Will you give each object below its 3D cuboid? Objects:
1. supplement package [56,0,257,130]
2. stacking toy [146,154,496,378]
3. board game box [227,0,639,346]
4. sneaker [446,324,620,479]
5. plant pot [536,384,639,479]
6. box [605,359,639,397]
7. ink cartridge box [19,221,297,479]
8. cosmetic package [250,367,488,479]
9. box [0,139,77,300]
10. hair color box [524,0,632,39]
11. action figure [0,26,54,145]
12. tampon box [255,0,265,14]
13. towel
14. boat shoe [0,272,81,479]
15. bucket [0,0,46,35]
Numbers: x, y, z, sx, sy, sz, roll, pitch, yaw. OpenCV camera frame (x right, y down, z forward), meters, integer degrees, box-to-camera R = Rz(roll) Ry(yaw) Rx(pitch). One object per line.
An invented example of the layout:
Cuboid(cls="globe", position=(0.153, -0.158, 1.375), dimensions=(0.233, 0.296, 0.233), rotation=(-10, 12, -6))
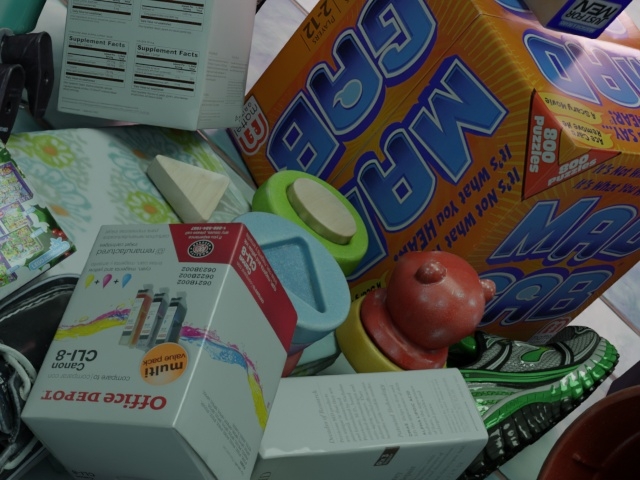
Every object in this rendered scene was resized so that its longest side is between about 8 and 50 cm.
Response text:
Cuboid(cls="supplement package", position=(-0.159, -0.223, 1.273), dimensions=(0.149, 0.203, 0.194), rotation=(9, 7, 8))
Cuboid(cls="stacking toy", position=(0.000, 0.000, 1.176), dimensions=(0.309, 0.130, 0.280), rotation=(9, 44, -41))
Cuboid(cls="board game box", position=(0.181, -0.112, 1.445), dimensions=(0.356, 0.356, 0.356), rotation=(1, 51, -46))
Cuboid(cls="sneaker", position=(0.217, 0.148, 1.392), dimensions=(0.146, 0.134, 0.343), rotation=(52, 34, 15))
Cuboid(cls="plant pot", position=(0.405, 0.318, 1.299), dimensions=(0.265, 0.272, 0.272), rotation=(27, 35, -36))
Cuboid(cls="box", position=(0.536, 0.223, 1.491), dimensions=(0.296, 0.294, 0.183), rotation=(44, 30, 3))
Cuboid(cls="ink cartridge box", position=(-0.113, 0.093, 0.921), dimensions=(0.127, 0.128, 0.176), rotation=(64, 34, -47))
Cuboid(cls="cosmetic package", position=(0.021, 0.182, 1.118), dimensions=(0.231, 0.117, 0.085), rotation=(-2, 52, -28))
Cuboid(cls="box", position=(-0.351, 0.002, 0.913), dimensions=(0.293, 0.057, 0.201), rotation=(-37, 97, -39))
Cuboid(cls="hair color box", position=(0.317, -0.392, 1.266), dimensions=(0.110, 0.339, 0.185), rotation=(-1, 51, -44))
Cuboid(cls="action figure", position=(-0.387, -0.159, 1.092), dimensions=(0.285, 0.099, 0.185), rotation=(14, 17, 10))
Cuboid(cls="tampon box", position=(-0.158, -0.266, 1.448), dimensions=(0.120, 0.161, 0.101), rotation=(45, 33, 4))
Cuboid(cls="towel", position=(-0.174, 0.033, 1.161), dimensions=(0.374, 0.090, 0.320), rotation=(-11, 57, -52))
Cuboid(cls="boat shoe", position=(-0.243, 0.118, 0.893), dimensions=(0.108, 0.102, 0.301), rotation=(36, 51, 5))
Cuboid(cls="bucket", position=(-0.367, -0.331, 1.213), dimensions=(0.281, 0.183, 0.281), rotation=(22, 15, -6))
